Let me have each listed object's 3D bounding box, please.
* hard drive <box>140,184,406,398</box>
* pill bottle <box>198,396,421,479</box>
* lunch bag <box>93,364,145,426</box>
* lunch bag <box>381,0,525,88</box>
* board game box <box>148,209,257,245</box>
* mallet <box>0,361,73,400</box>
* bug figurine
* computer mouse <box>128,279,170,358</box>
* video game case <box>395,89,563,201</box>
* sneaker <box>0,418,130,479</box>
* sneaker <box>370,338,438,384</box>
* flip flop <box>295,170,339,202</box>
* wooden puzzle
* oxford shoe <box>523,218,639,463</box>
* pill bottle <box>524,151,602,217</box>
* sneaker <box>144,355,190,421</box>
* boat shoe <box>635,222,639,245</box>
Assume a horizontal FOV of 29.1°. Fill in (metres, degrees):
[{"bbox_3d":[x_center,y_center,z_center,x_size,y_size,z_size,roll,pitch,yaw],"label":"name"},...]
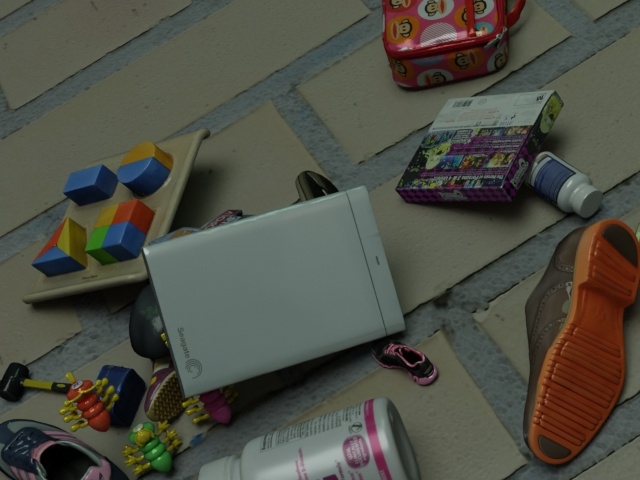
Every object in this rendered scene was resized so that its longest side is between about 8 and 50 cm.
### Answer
[{"bbox_3d":[-0.068,0.074,1.857,0.353,0.233,0.047,-16,2,-12],"label":"hard drive"},{"bbox_3d":[-0.014,0.334,1.712,0.283,0.160,0.160,-20,48,10],"label":"pill bottle"},{"bbox_3d":[-0.333,0.246,1.989,0.065,0.067,0.098,3,54,26],"label":"lunch bag"},{"bbox_3d":[0.244,-0.420,2.239,0.258,0.120,0.293,-9,52,13],"label":"lunch bag"},{"bbox_3d":[-0.173,0.006,1.996,0.194,0.060,0.194,3,32,40],"label":"board game box"},{"bbox_3d":[-0.458,0.252,2.067,0.190,0.039,0.062,10,57,26],"label":"mallet"},{"bbox_3d":[-0.244,0.229,1.873,0.279,0.216,0.072,-38,15,-12],"label":"bug figurine"},{"bbox_3d":[-0.248,0.085,2.026,0.188,0.072,0.272,-10,32,15],"label":"computer mouse"},{"bbox_3d":[0.258,-0.153,2.017,0.232,0.042,0.210,1,51,47],"label":"video game case"},{"bbox_3d":[-0.420,0.334,1.915,0.319,0.131,0.112,16,62,34],"label":"sneaker"},{"bbox_3d":[0.121,0.171,1.852,0.119,0.057,0.047,22,67,37],"label":"sneaker"},{"bbox_3d":[0.000,0.000,2.023,0.080,0.112,0.277,-41,45,26],"label":"flip flop"},{"bbox_3d":[-0.376,-0.055,2.186,0.322,0.080,0.348,-12,46,40],"label":"wooden puzzle"},{"bbox_3d":[0.351,0.146,1.751,0.133,0.130,0.363,-16,46,58],"label":"oxford shoe"},{"bbox_3d":[0.382,-0.085,1.932,0.067,0.067,0.120,-40,48,-10],"label":"pill bottle"},{"bbox_3d":[-0.244,0.211,1.985,0.084,0.069,0.185,2,48,36],"label":"sneaker"},{"bbox_3d":[0.503,-0.012,1.828,0.048,0.056,0.153,7,50,34],"label":"boat shoe"}]
